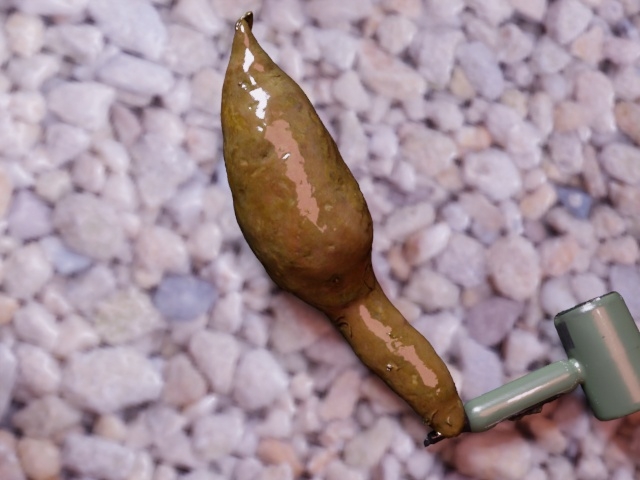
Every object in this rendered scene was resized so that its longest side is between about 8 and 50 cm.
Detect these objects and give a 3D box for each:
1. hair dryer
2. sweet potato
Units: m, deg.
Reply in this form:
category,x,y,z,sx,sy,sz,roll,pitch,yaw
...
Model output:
category,x,y,z,sx,sy,sz,roll,pitch,yaw
hair dryer,0.128,0.090,0.627,0.150,0.047,0.071,-23,82,-6
sweet potato,0.000,0.003,0.596,0.075,0.075,0.269,-31,96,-18
